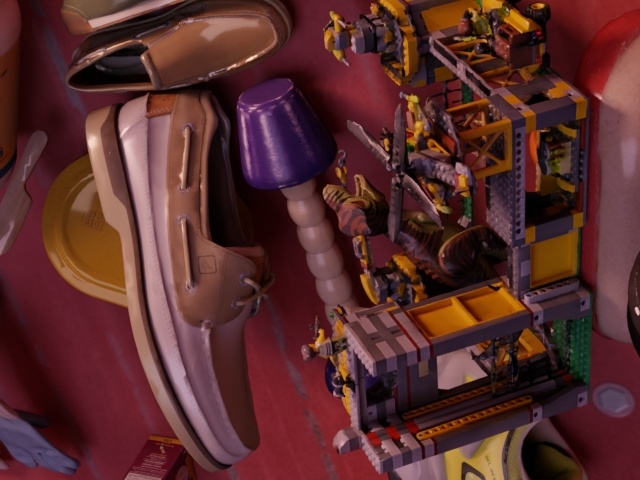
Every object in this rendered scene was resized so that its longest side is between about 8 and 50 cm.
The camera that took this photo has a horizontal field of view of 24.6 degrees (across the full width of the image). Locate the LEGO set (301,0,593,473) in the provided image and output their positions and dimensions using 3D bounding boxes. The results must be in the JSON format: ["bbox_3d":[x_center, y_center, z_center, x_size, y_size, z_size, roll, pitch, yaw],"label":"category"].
[{"bbox_3d":[0.054,-0.006,1.006,0.192,0.255,0.331,-16,133,-17],"label":"LEGO set"}]

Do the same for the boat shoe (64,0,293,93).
[{"bbox_3d":[-0.111,-0.141,1.117,0.190,0.072,0.068,-11,118,30],"label":"boat shoe"}]

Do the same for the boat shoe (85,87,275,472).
[{"bbox_3d":[-0.092,0.029,1.144,0.103,0.113,0.302,-16,93,10],"label":"boat shoe"}]

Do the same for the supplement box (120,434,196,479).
[{"bbox_3d":[-0.157,0.234,1.401,0.043,0.083,0.055,6,127,20],"label":"supplement box"}]

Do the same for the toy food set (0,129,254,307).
[{"bbox_3d":[-0.160,-0.014,1.239,0.218,0.071,0.128,19,97,3],"label":"toy food set"}]

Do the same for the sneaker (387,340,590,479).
[{"bbox_3d":[0.150,0.246,1.237,0.147,0.145,0.385,2,126,22],"label":"sneaker"}]

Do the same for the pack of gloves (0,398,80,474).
[{"bbox_3d":[-0.347,0.158,1.430,0.195,0.046,0.232,4,148,30],"label":"pack of gloves"}]

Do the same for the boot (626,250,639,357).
[{"bbox_3d":[0.278,0.092,0.961,0.260,0.348,0.131,-50,52,44],"label":"boot"}]

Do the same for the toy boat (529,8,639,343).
[{"bbox_3d":[0.209,-0.053,1.018,0.151,0.151,0.231,31,138,40],"label":"toy boat"}]

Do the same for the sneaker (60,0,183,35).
[{"bbox_3d":[-0.122,-0.217,1.080,0.192,0.064,0.086,-12,110,30],"label":"sneaker"}]

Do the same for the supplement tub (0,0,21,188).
[{"bbox_3d":[-0.311,-0.136,1.161,0.144,0.144,0.200,19,129,10],"label":"supplement tub"}]

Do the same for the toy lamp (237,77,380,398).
[{"bbox_3d":[0.000,0.000,1.169,0.080,0.080,0.275,-5,123,27],"label":"toy lamp"}]
